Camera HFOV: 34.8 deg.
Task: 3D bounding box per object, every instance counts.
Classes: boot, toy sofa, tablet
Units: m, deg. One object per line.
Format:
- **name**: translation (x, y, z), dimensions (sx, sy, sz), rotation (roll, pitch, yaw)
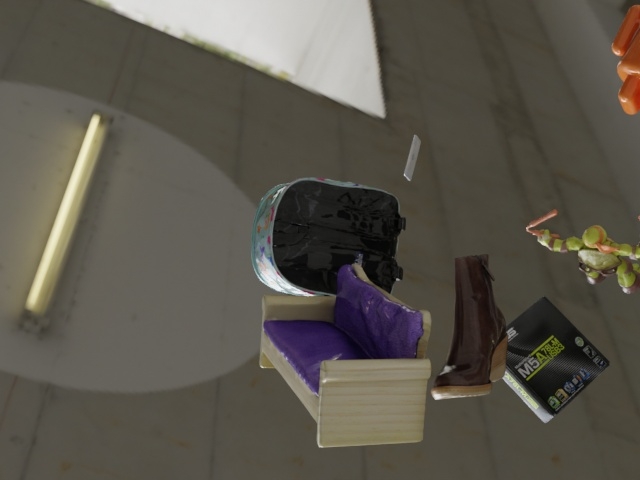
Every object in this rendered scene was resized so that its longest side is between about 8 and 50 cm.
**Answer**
- **boot**: translation (0.219, 0.129, 1.573), dimensions (0.248, 0.090, 0.206), rotation (-10, -89, -62)
- **toy sofa**: translation (0.024, 0.148, 1.464), dimensions (0.150, 0.177, 0.362), rotation (1, -169, -16)
- **tablet**: translation (0.181, -0.162, 2.006), dimensions (0.006, 0.083, 0.054), rotation (13, 174, 19)

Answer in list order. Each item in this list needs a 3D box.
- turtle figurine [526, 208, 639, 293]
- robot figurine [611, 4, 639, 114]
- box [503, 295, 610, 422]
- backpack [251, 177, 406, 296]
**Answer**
- **turtle figurine**: translation (0.514, 0.027, 1.812), dimensions (0.217, 0.270, 0.087), rotation (42, -126, -53)
- **robot figurine**: translation (0.515, -0.275, 1.468), dimensions (0.128, 0.219, 0.158), rotation (30, -179, -24)
- **box**: translation (0.428, 0.223, 1.947), dimensions (0.191, 0.045, 0.184), rotation (-32, -106, -32)
- **backpack**: translation (0.000, 0.000, 1.840), dimensions (0.254, 0.225, 0.191), rotation (10, 172, -30)
